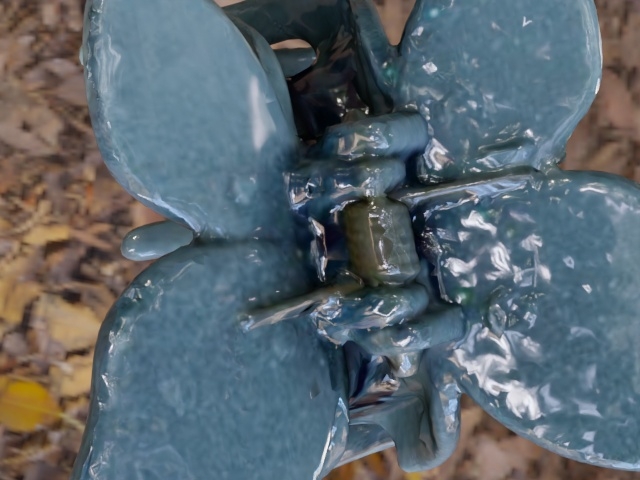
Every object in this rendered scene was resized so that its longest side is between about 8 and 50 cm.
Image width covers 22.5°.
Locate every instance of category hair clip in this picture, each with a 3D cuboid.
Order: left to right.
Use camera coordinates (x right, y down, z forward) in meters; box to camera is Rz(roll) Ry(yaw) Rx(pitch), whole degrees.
[{"bbox_3d":[0.000,0.000,0.891,0.392,0.238,0.318,-14,93,-19],"label":"hair clip"}]
